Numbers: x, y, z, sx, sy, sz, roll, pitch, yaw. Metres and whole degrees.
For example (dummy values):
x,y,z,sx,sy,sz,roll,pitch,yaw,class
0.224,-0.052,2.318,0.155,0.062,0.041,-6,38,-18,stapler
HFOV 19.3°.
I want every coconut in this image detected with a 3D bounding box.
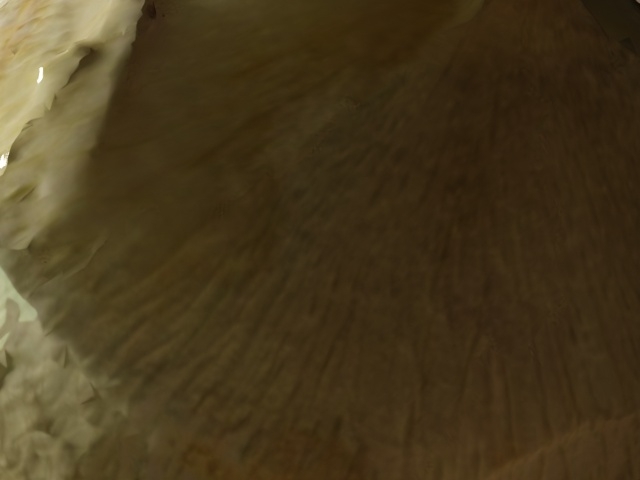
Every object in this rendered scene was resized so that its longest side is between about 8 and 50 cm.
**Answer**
x,y,z,sx,sy,sz,roll,pitch,yaw,class
0.005,0.032,0.678,0.346,0.346,0.360,-85,16,-53,coconut
